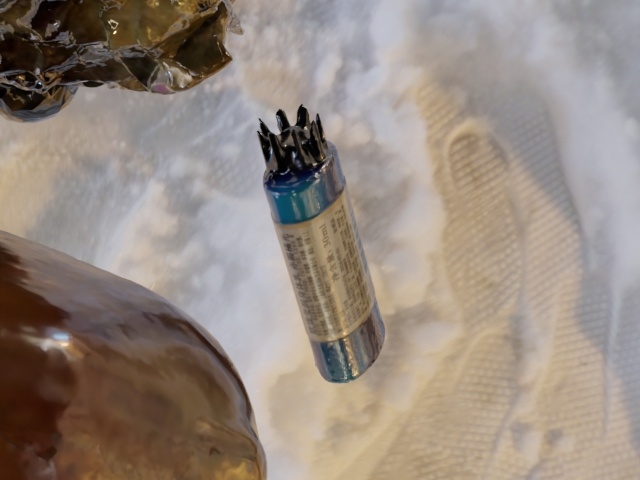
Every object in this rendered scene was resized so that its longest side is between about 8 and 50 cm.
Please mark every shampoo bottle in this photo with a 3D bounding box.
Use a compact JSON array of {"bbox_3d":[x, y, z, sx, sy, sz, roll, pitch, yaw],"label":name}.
[{"bbox_3d":[0.000,0.000,0.838,0.050,0.087,0.183,-7,115,18],"label":"shampoo bottle"}]

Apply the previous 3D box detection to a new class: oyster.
[{"bbox_3d":[-0.134,-0.136,0.763,0.221,0.361,0.096,-38,112,-43],"label":"oyster"}]

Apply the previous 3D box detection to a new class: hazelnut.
[{"bbox_3d":[-0.212,0.145,0.695,0.366,0.366,0.366,3,78,-12],"label":"hazelnut"}]
